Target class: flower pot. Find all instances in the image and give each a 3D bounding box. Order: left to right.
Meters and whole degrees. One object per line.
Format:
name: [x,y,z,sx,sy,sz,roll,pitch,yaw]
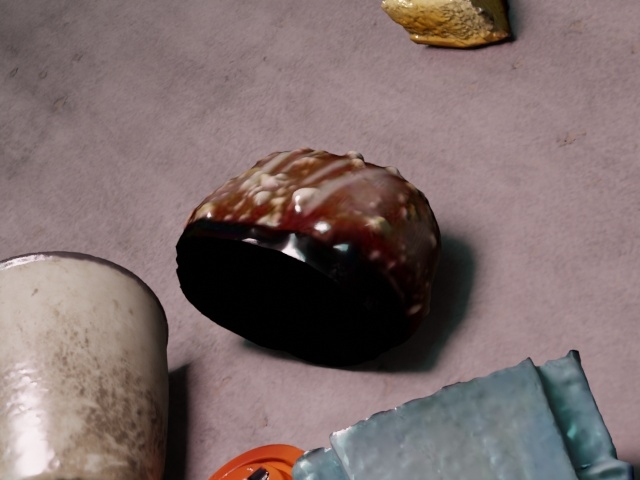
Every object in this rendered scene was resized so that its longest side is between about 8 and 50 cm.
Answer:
flower pot: [-0.311,0.228,1.931,0.293,0.293,0.330,-31,42,17]

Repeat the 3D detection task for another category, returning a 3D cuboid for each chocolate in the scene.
chocolate: [0.000,0.000,1.914,0.340,0.225,0.210,6,49,45]

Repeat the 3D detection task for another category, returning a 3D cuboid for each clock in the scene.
clock: [-0.081,0.311,1.789,0.205,0.051,0.205,-28,36,23]

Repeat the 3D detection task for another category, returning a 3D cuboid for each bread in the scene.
bread: [0.192,-0.347,2.171,0.169,0.140,0.160,10,70,46]

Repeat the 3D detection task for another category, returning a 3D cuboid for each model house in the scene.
model house: [0.157,0.313,1.431,0.295,0.252,0.329,-20,57,-7]
